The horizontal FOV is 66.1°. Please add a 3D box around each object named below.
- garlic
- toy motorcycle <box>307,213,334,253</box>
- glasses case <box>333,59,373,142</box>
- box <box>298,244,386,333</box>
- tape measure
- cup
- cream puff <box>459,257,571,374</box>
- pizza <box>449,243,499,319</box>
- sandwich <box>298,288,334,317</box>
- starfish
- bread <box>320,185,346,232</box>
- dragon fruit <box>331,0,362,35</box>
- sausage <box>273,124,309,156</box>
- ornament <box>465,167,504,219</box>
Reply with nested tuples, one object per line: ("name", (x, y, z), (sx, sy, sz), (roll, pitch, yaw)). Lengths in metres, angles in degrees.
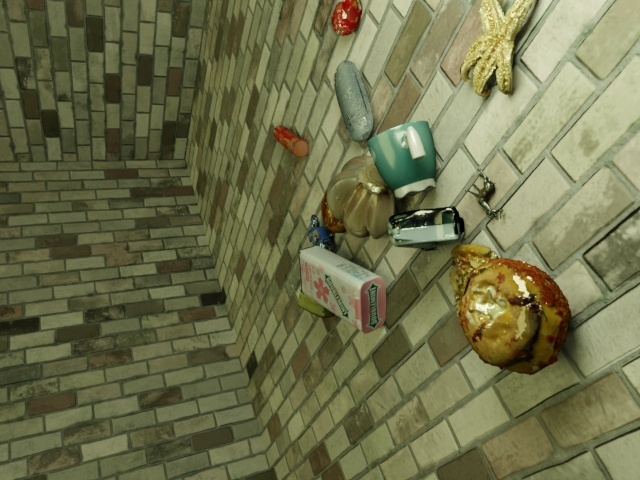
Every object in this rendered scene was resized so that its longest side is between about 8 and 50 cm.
("garlic", (0.138, -0.132, 1.504), (0.237, 0.210, 0.292), (41, 148, 11))
("toy motorcycle", (0.000, 0.000, 1.878), (0.114, 0.076, 0.205), (105, 146, -52))
("glasses case", (0.105, -0.447, 1.579), (0.109, 0.067, 0.282), (-42, 59, 56))
("box", (0.064, 0.154, 1.676), (0.370, 0.112, 0.190), (28, 126, 52))
("tape measure", (0.263, -0.028, 1.222), (0.182, 0.181, 0.107), (-7, 85, 27))
("cup", (0.225, -0.202, 1.288), (0.299, 0.168, 0.173), (103, 151, -88))
("cream puff", (0.399, 0.153, 1.007), (0.240, 0.164, 0.239), (-170, 90, -68))
("pizza", (0.356, 0.110, 1.186), (0.147, 0.069, 0.226), (37, 128, 53))
("sandwich", (-0.002, 0.239, 1.903), (0.258, 0.096, 0.094), (15, 103, 63))
("starfish", (0.376, -0.430, 1.046), (0.238, 0.071, 0.215), (-50, 56, 47))
("bread", (0.064, -0.114, 1.737), (0.193, 0.064, 0.193), (-4, 86, 61))
("dragon fruit", (0.096, -0.733, 1.542), (0.094, 0.094, 0.190), (36, 105, 57))
("sausage", (-0.136, -0.425, 2.062), (0.274, 0.074, 0.074), (48, 136, 51))
("ornament", (0.385, -0.100, 1.130), (0.073, 0.028, 0.125), (112, 145, -44))
